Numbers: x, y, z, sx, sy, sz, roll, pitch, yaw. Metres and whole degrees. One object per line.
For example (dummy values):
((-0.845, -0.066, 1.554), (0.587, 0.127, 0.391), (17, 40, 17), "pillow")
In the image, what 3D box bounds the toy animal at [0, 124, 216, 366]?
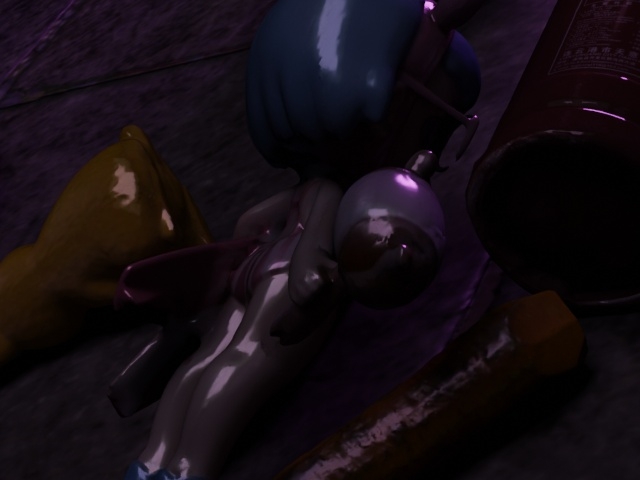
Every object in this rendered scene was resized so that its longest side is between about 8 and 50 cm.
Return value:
((-0.137, 0.017, 0.913), (0.159, 0.070, 0.083), (-37, 67, 12), "toy animal")

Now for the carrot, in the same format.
((0.028, 0.078, 0.691), (0.170, 0.042, 0.042), (-33, 28, -5), "carrot")

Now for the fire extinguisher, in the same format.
((0.153, -0.086, 0.795), (0.104, 0.105, 0.269), (-10, 34, 32), "fire extinguisher")

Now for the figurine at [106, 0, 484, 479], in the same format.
((-0.012, -0.005, 0.730), (0.260, 0.102, 0.205), (-62, 6, -12), "figurine")
